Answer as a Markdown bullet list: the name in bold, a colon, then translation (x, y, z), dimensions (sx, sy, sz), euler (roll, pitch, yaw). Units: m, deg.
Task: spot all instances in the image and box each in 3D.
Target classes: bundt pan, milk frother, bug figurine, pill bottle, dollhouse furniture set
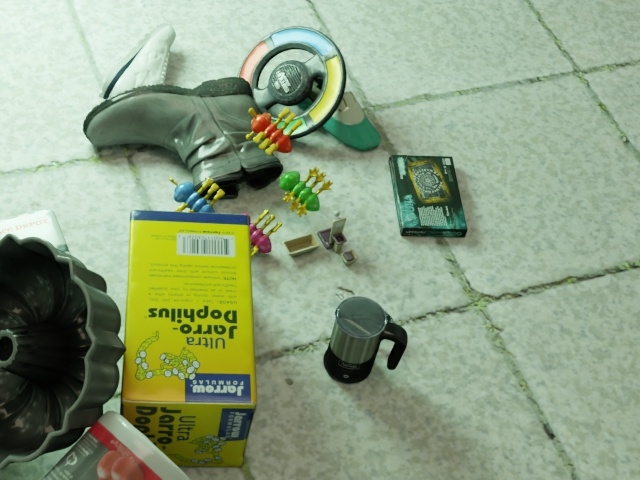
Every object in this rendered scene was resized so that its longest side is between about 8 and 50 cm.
- **bundt pan**: translation (-0.414, 0.162, 1.643), dimensions (0.331, 0.331, 0.124), euler (50, 15, 27)
- **milk frother**: translation (0.072, 0.139, 1.877), dimensions (0.129, 0.134, 0.143), euler (-1, 51, -12)
- **bug figurine**: translation (-0.120, -0.094, 2.019), dimensions (0.279, 0.072, 0.216), euler (-43, 90, -15)
- **pill bottle**: translation (-0.328, 0.399, 1.528), dimensions (0.176, 0.176, 0.318), euler (37, 74, 19)
- **dollhouse furniture set**: translation (0.000, 0.000, 2.013), dimensions (0.114, 0.081, 0.091), euler (-16, 56, -22)

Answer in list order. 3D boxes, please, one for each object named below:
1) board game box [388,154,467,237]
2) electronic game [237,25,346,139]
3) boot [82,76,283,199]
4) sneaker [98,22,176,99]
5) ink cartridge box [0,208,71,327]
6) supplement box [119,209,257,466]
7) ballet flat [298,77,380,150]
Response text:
- **board game box**: translation (0.201, -0.086, 2.158), dimensions (0.126, 0.026, 0.186), euler (2, 51, -9)
- **electronic game**: translation (-0.059, -0.305, 2.206), dimensions (0.229, 0.048, 0.229), euler (-5, 77, 20)
- **boot**: translation (-0.252, -0.174, 2.097), dimensions (0.338, 0.118, 0.222), euler (-14, 65, -11)
- **sneaker**: translation (-0.338, -0.333, 2.234), dimensions (0.095, 0.090, 0.235), euler (32, 55, -1)
- **ink cartridge box**: translation (-0.479, 0.064, 1.867), dimensions (0.153, 0.087, 0.208), euler (-14, 56, -21)
- **supplement box**: translation (-0.209, 0.149, 1.777), dimensions (0.195, 0.194, 0.356), euler (2, 51, -9)
- **ballet flat**: translation (0.019, -0.269, 2.235), dimensions (0.247, 0.087, 0.083), euler (37, 52, 19)
